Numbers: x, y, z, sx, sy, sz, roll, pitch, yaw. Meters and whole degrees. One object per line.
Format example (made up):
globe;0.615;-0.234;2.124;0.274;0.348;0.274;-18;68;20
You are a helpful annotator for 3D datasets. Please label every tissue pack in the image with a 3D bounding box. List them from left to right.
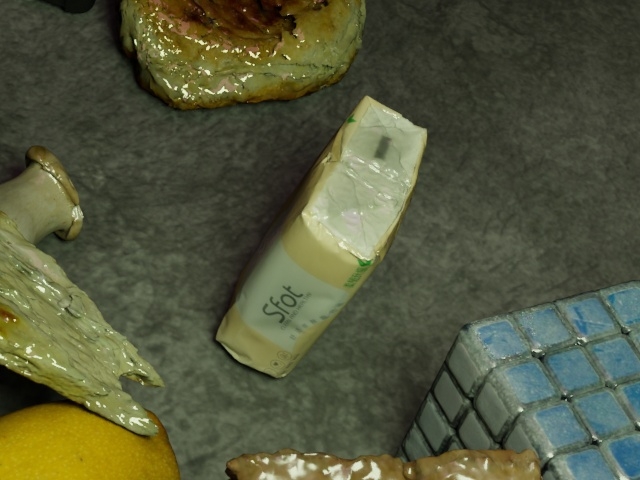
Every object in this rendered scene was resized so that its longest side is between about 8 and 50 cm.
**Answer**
tissue pack;0.000;0.000;1.520;0.090;0.222;0.186;32;49;-6

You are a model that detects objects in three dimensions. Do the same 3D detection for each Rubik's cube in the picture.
Rubik's cube;0.229;0.197;1.429;0.237;0.238;0.237;-11;57;-28

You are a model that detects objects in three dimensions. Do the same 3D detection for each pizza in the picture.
pizza;-0.226;0.066;1.367;0.262;0.034;0.181;40;21;1

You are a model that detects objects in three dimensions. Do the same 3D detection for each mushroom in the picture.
mushroom;-0.293;-0.001;1.506;0.097;0.088;0.212;44;45;4

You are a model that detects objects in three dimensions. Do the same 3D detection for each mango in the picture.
mango;-0.239;0.238;1.301;0.187;0.144;0.359;41;43;-5

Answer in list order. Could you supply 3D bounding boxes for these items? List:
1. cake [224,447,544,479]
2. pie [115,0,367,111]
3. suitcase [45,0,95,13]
cake;0.026;0.322;1.233;0.282;0.255;0.290;4;60;-17
pie;-0.081;-0.255;1.785;0.308;0.085;0.308;10;49;-12
suitcase;-0.301;-0.379;1.820;0.206;0.066;0.285;18;49;-4
